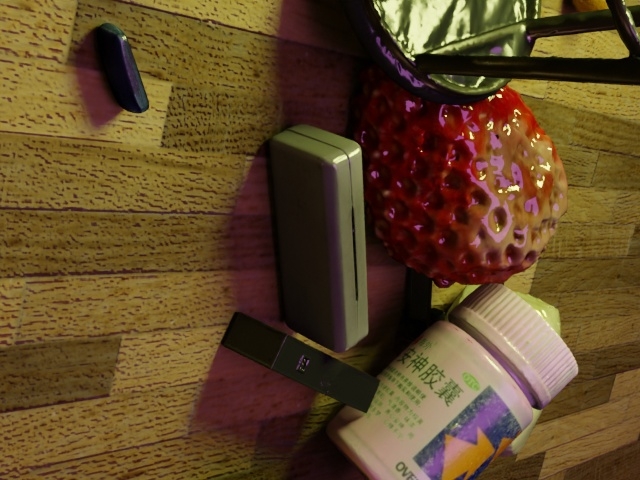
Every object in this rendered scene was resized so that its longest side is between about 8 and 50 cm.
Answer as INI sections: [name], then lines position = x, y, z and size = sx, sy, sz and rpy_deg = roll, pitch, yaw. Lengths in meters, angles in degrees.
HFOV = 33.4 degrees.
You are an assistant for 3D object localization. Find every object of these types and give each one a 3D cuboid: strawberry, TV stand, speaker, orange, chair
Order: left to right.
[speaker]
position = -0.019, 0.141, 1.223
size = 0.218, 0.082, 0.044
rpy_deg = 34, 79, -52
[TV stand]
position = 0.146, 0.012, 1.407
size = 0.049, 0.040, 0.256
rpy_deg = -20, 118, -46
[strawberry]
position = 0.174, -0.090, 1.261
size = 0.265, 0.149, 0.336
rpy_deg = -47, 128, -14
[chair]
position = 0.245, -0.309, 1.008
size = 0.364, 0.410, 0.362
rpy_deg = -27, 100, -39
[orange]
position = 0.398, -0.359, 1.535
size = 0.085, 0.085, 0.085
rpy_deg = -27, 127, -43

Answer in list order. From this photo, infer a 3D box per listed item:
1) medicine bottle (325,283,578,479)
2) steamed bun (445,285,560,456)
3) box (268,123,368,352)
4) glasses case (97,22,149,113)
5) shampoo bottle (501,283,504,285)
[medicine bottle]
position = 0.166, 0.205, 1.350
size = 0.290, 0.178, 0.178
rpy_deg = -41, 139, -8
[steamed bun]
position = 0.251, 0.181, 1.531
size = 0.152, 0.170, 0.239
rpy_deg = 6, 100, -71
[box]
position = 0.000, 0.000, 1.157
size = 0.055, 0.103, 0.244
rpy_deg = -30, 129, -36
[glasses case]
position = -0.173, -0.146, 0.922
size = 0.023, 0.033, 0.083
rpy_deg = -34, 132, -25
[shampoo bottle]
position = 0.261, 0.098, 1.610
size = 0.048, 0.027, 0.137
rpy_deg = -26, 126, -38
